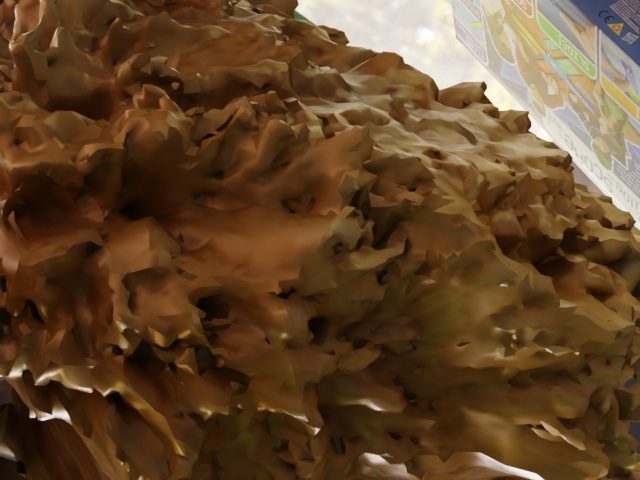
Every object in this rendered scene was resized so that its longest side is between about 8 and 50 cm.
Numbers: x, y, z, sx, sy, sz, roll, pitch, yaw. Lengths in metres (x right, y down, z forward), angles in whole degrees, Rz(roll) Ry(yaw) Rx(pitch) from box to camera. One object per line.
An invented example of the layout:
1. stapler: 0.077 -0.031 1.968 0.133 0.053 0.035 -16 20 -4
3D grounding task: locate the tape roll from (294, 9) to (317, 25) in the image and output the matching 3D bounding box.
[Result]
1. tape roll: 0.000 0.000 0.879 0.077 0.321 0.321 -43 -166 -14

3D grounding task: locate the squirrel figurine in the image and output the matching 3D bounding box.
1. squirrel figurine: -0.117 0.039 0.379 0.397 0.281 0.370 -29 -176 -12

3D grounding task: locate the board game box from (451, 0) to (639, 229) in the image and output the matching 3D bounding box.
1. board game box: 0.133 -0.099 0.838 0.035 0.136 0.201 -31 -124 -11
